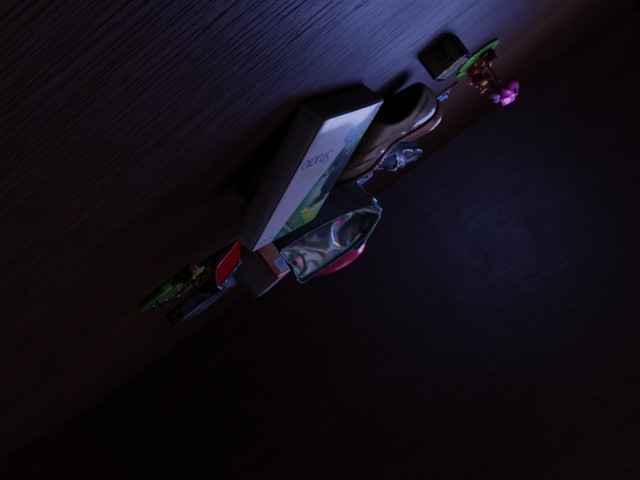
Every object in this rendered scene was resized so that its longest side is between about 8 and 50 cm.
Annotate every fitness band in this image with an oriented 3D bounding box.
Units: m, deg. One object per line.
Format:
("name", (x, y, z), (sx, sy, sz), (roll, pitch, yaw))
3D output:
("fitness band", (0.000, 0.000, 1.756), (0.209, 0.054, 0.291), (-30, -151, -13))

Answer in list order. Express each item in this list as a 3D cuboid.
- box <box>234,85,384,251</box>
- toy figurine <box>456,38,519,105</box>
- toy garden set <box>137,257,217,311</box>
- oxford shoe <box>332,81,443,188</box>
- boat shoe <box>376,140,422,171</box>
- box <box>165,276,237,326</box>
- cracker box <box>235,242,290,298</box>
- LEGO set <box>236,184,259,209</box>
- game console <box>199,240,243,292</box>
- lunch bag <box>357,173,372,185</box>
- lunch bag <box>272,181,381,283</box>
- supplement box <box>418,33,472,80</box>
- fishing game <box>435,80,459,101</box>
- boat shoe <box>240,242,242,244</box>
("box", (-0.022, -0.138, 1.280), (0.232, 0.058, 0.322), (-31, 159, -52))
("toy figurine", (0.471, -0.439, 1.833), (0.130, 0.159, 0.173), (-35, 176, -22))
("toy garden set", (-0.382, 0.124, 1.918), (0.204, 0.049, 0.244), (-38, 176, 23))
("oxford shoe", (0.110, -0.250, 1.535), (0.348, 0.123, 0.130), (-36, 150, 10))
("boat shoe", (0.261, -0.289, 2.279), (0.302, 0.091, 0.114), (-32, 174, -46))
("box", (-0.442, 0.218, 2.475), (0.231, 0.056, 0.183), (-37, 177, 19))
("cracker box", (-0.206, 0.088, 2.243), (0.067, 0.155, 0.232), (-34, 176, -34))
("LEGO set", (-0.101, -0.107, 1.459), (0.227, 0.093, 0.087), (-27, 140, -37))
("game console", (-0.300, 0.078, 1.976), (0.124, 0.085, 0.144), (-9, -149, 36))
("lunch bag", (0.048, -0.167, 1.932), (0.219, 0.090, 0.176), (-36, 179, 12))
("lunch bag", (-0.003, -0.058, 1.627), (0.262, 0.223, 0.160), (-34, 132, -4))
("supplement box", (0.267, -0.387, 1.413), (0.083, 0.056, 0.083), (-38, 176, 26))
("fishing game", (0.328, -0.389, 2.073), (0.189, 0.041, 0.264), (-37, 177, -30))
("boat shoe", (-0.175, -0.036, 1.858), (0.137, 0.049, 0.043), (-43, 176, 24))
